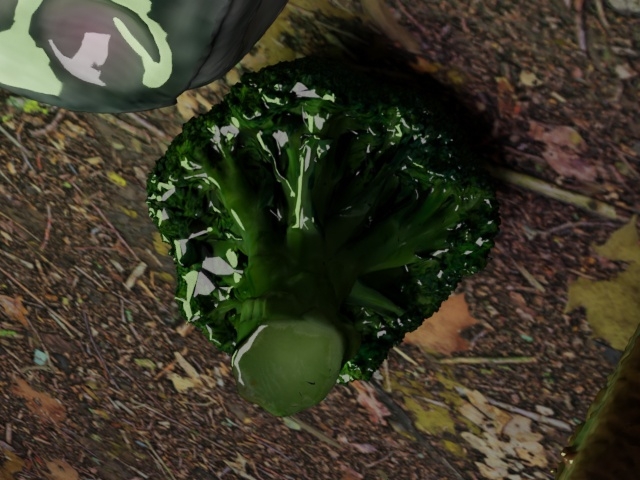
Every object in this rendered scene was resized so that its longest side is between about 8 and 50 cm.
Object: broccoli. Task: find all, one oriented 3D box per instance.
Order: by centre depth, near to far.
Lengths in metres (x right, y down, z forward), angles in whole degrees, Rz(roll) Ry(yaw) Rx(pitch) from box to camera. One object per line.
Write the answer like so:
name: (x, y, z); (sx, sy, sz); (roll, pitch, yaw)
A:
broccoli: (0.000, 0.000, 1.511); (0.297, 0.297, 0.297); (0, 123, 0)

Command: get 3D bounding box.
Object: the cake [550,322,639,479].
cake: (0.326, 0.221, 1.534); (0.282, 0.255, 0.290); (26, 153, 10)

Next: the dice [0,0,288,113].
dice: (-0.123, -0.304, 1.115); (0.328, 0.348, 0.330); (30, 151, 2)
